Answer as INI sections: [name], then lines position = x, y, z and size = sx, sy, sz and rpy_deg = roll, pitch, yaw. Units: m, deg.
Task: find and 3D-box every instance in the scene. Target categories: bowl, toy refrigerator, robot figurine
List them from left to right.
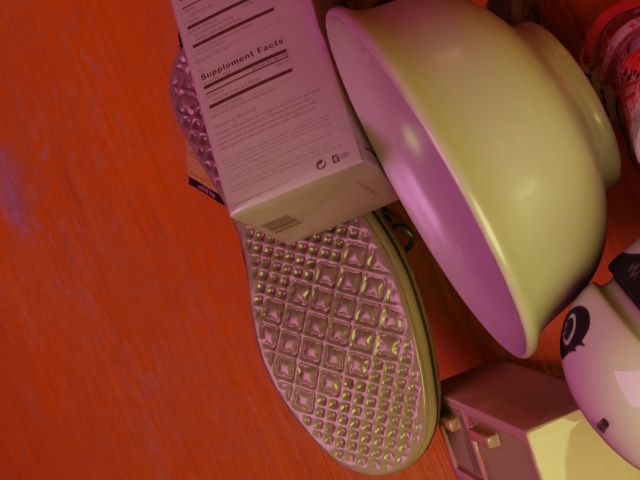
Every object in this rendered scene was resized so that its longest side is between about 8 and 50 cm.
[bowl]
position = 0.131, -0.072, 0.922
size = 0.298, 0.134, 0.298
rpy_deg = 60, 178, 4
[toy refrigerator]
position = 0.185, 0.184, 1.119
size = 0.269, 0.094, 0.102
rpy_deg = -172, 62, -78
[robot figurine]
position = 0.293, 0.040, 0.830
size = 0.209, 0.278, 0.173
rpy_deg = 43, -168, -28

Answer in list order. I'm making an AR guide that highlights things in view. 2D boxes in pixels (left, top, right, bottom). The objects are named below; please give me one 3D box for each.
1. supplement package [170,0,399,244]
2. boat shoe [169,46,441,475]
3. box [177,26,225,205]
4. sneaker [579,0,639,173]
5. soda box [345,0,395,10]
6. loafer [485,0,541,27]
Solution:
[supplement package]
position = -0.030, -0.141, 1.139
size = 0.133, 0.139, 0.244
rpy_deg = -22, 71, 16
[boat shoe]
position = 0.000, 0.000, 1.272
size = 0.186, 0.156, 0.500
rpy_deg = -32, 71, 21
[box]
position = -0.120, -0.163, 1.465
size = 0.087, 0.058, 0.232
rpy_deg = 29, 132, 43
[sneaker]
position = 0.236, -0.115, 0.859
size = 0.145, 0.090, 0.270
rpy_deg = 62, -171, 18
[soda box]
position = 0.086, -0.268, 1.110
size = 0.181, 0.061, 0.058
rpy_deg = -34, 80, 56
[loafer]
position = 0.136, -0.106, 1.083
size = 0.087, 0.094, 0.251
rpy_deg = 14, 127, 10
